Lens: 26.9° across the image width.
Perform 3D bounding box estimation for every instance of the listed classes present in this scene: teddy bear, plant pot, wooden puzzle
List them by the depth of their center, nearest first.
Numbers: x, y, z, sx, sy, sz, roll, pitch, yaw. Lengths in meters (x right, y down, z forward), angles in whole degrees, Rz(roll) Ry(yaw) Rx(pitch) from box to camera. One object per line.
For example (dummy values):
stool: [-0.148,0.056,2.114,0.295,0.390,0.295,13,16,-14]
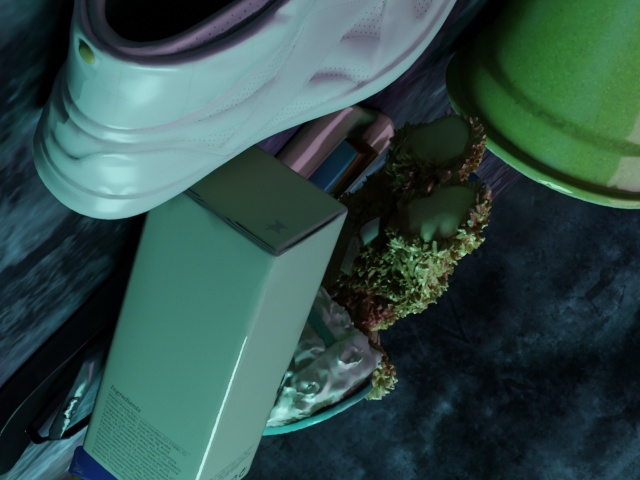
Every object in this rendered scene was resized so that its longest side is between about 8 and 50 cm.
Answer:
wooden puzzle: [-0.019,-0.033,1.236,0.221,0.044,0.238,-47,171,9]
teddy bear: [0.059,0.027,1.241,0.338,0.113,0.245,-58,-152,25]
plant pot: [0.294,-0.216,1.297,0.276,0.276,0.254,-36,155,-49]

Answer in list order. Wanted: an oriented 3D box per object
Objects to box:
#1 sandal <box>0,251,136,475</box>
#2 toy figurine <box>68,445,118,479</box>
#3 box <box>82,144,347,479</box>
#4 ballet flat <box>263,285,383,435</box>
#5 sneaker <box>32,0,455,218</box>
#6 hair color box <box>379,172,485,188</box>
sandal: [-0.174,0.092,1.028,0.254,0.054,0.097,-48,171,9]
toy figurine: [-0.227,0.225,1.098,0.217,0.191,0.362,-58,177,-20]
box: [-0.083,0.070,0.977,0.094,0.113,0.275,-31,151,-49]
ballet flat: [-0.099,0.120,1.192,0.147,0.147,0.409,-39,-174,-41]
sneaker: [-0.004,-0.132,0.648,0.292,0.108,0.169,-40,173,-27]
hair color box: [0.081,0.015,1.732,0.174,0.105,0.347,-42,171,-22]
